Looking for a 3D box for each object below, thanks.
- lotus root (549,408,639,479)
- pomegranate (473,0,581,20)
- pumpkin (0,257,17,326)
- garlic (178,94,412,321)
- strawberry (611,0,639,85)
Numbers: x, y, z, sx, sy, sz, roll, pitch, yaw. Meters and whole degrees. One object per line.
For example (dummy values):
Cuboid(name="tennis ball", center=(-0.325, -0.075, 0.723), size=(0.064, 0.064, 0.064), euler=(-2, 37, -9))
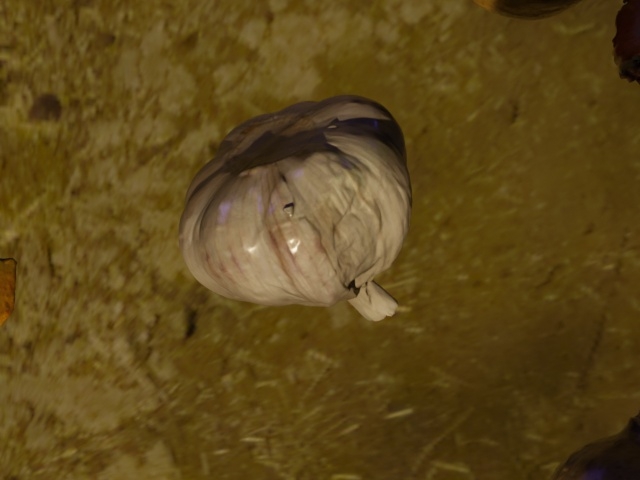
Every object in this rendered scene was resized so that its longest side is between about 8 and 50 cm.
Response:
Cuboid(name="lotus root", center=(0.245, 0.253, 1.215), size=(0.140, 0.154, 0.257), euler=(7, 92, -23))
Cuboid(name="pomegranate", center=(0.231, -0.326, 1.594), size=(0.196, 0.196, 0.196), euler=(2, 80, -12))
Cuboid(name="pumpkin", center=(-0.159, 0.051, 0.575), size=(0.035, 0.073, 0.101), euler=(44, 107, 19))
Cuboid(name="garlic", center=(0.000, 0.000, 1.298), size=(0.218, 0.218, 0.212), euler=(-40, 120, -16))
Cuboid(name="strawberry", center=(0.348, -0.204, 1.457), size=(0.085, 0.192, 0.140), euler=(30, 79, -16))
